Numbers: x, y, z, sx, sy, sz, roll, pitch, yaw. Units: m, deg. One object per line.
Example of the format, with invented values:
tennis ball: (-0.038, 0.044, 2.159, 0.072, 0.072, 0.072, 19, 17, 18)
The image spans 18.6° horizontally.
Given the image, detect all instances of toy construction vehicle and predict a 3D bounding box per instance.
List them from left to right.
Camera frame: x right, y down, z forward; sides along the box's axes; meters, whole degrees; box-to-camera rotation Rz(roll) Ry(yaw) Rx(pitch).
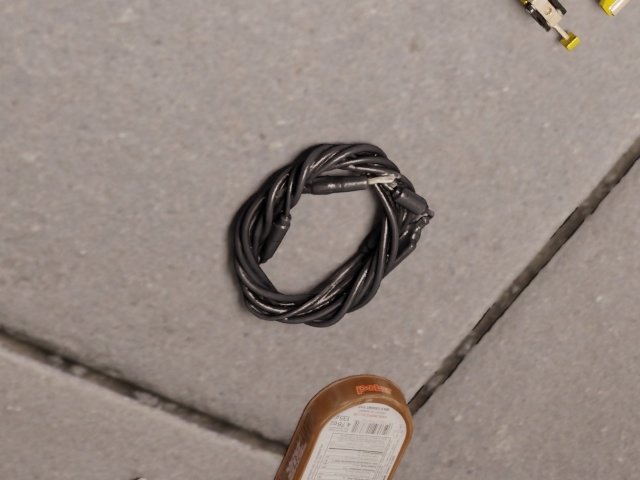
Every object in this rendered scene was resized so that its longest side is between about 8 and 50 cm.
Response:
toy construction vehicle: (0.206, -0.211, 1.614, 0.086, 0.035, 0.098, -48, 130, 4)

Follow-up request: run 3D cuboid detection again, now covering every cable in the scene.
cable: (0.000, 0.000, 1.689, 0.184, 0.047, 0.150, -40, 128, 13)

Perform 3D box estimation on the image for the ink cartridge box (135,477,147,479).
ink cartridge box: (-0.227, 0.340, 1.837, 0.219, 0.092, 0.160, -24, 131, 0)

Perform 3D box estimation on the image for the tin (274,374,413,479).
tin: (0.021, 0.211, 1.865, 0.106, 0.040, 0.189, 9, 122, -20)
